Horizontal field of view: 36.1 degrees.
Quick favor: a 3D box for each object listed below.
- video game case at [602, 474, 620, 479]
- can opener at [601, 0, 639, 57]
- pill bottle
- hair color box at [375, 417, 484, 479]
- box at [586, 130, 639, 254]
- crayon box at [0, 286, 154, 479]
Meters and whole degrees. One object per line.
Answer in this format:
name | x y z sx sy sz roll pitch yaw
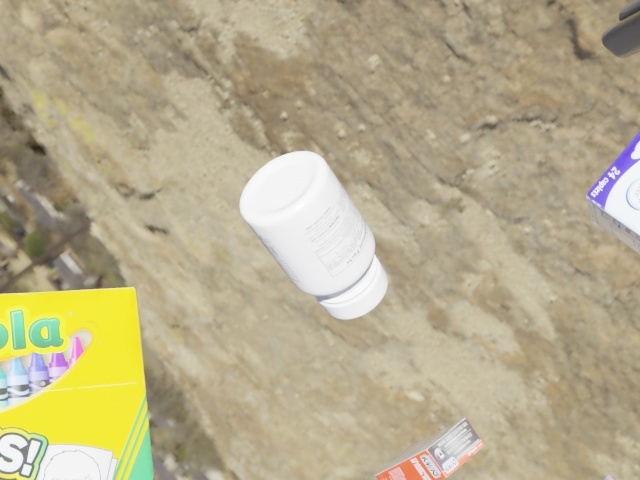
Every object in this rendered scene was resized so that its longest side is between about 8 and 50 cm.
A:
video game case | 0.324 0.262 0.766 0.193 0.023 0.212 26 -175 5
can opener | 0.380 -0.280 1.115 0.095 0.076 0.283 38 177 -4
pill bottle | 0.000 0.000 1.333 0.131 0.131 0.229 13 148 43
hair color box | 0.164 0.336 1.497 0.053 0.093 0.167 54 146 9
box | 0.326 -0.037 0.858 0.137 0.126 0.072 40 178 25
crayon box | -0.349 0.214 0.938 0.106 0.363 0.312 -29 66 61
